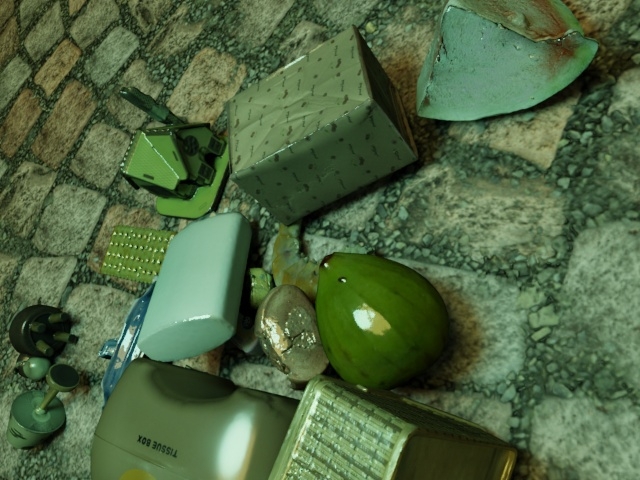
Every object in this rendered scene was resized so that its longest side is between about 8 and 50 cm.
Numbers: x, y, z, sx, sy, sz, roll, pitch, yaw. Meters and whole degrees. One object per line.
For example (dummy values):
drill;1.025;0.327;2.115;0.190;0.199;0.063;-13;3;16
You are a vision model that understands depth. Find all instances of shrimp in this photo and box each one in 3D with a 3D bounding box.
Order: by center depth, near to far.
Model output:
shrimp;-0.015;0.029;1.083;0.185;0.068;0.287;-45;44;5

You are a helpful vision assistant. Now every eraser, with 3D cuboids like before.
eraser;-0.235;0.080;1.099;0.189;0.104;0.290;-18;38;17

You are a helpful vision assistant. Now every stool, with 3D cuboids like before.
stool;-0.678;0.249;1.375;0.121;0.125;0.217;7;85;33

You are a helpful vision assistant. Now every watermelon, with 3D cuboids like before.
watermelon;0.288;-0.363;0.939;0.320;0.214;0.289;-3;68;44

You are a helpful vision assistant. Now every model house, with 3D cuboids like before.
model house;-0.364;-0.194;1.252;0.205;0.279;0.218;6;74;36

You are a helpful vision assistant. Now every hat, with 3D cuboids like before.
hat;-0.115;0.092;1.110;0.077;0.059;0.076;-117;25;-65

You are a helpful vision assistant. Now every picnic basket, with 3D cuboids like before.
picnic basket;0.091;0.326;0.739;0.175;0.313;0.227;15;81;45

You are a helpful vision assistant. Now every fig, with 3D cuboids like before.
fig;0.078;0.114;0.879;0.203;0.203;0.225;-43;92;11

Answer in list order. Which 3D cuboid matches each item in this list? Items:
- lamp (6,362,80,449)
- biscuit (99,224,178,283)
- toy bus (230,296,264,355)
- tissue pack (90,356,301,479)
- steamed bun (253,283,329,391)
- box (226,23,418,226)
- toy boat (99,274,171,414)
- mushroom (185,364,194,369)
lamp;-0.632;0.377;1.288;0.214;0.121;0.121;-51;53;21
biscuit;-0.445;0.030;1.377;0.232;0.016;0.139;7;77;35
toy bus;-0.159;0.160;1.118;0.172;0.057;0.072;33;94;38
tissue pack;-0.176;0.360;0.915;0.387;0.267;0.276;6;76;34
steamed bun;-0.052;0.176;0.982;0.106;0.145;0.175;-21;70;-16
box;-0.006;-0.206;1.057;0.297;0.190;0.225;-26;49;22
toy boat;-0.388;0.221;1.190;0.143;0.129;0.309;14;78;21
mushroom;-0.299;0.352;1.127;0.071;0.084;0.209;29;80;-6
